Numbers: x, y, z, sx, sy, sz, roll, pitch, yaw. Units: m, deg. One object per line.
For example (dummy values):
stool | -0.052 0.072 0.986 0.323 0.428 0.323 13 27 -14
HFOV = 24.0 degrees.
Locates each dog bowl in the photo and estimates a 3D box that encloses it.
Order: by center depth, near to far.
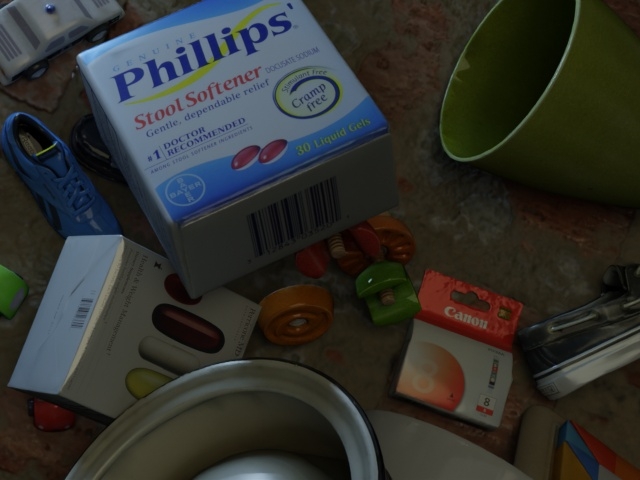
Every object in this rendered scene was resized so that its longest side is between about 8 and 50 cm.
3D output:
dog bowl | -0.091 0.329 1.555 0.408 0.408 0.150 -55 136 -18

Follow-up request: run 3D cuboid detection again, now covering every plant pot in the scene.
plant pot | 0.353 -0.161 1.948 0.294 0.275 0.274 27 72 -22

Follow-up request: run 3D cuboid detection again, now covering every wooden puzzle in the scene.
wooden puzzle | 0.351 0.312 1.861 0.239 0.044 0.221 31 28 -2

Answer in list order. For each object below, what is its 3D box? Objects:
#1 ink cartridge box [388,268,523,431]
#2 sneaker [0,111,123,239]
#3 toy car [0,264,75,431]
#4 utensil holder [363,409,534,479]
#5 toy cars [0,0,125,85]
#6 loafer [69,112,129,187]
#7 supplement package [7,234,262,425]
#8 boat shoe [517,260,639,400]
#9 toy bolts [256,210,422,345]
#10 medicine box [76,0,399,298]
ink cartridge box | 0.182 0.138 1.934 0.145 0.045 0.179 20 76 -8
sneaker | -0.318 -0.069 1.850 0.069 0.082 0.209 -39 89 -20
toy car | -0.348 0.084 1.820 0.225 0.053 0.239 30 72 -5
utensil holder | 0.076 0.429 1.697 0.328 0.327 0.385 31 71 -4
toy cars | -0.239 -0.268 1.910 0.394 0.087 0.176 7 75 -11
loafer | -0.161 -0.111 1.886 0.303 0.095 0.109 14 74 -9
supplement package | -0.215 0.121 1.751 0.203 0.149 0.194 28 75 -31
boat shoe | 0.410 0.083 1.957 0.335 0.121 0.119 -27 89 -15
toy bolts | 0.000 0.000 1.859 0.218 0.228 0.158 -18 54 5
medicine box | -0.094 -0.125 1.703 0.263 0.149 0.289 -25 56 -11
